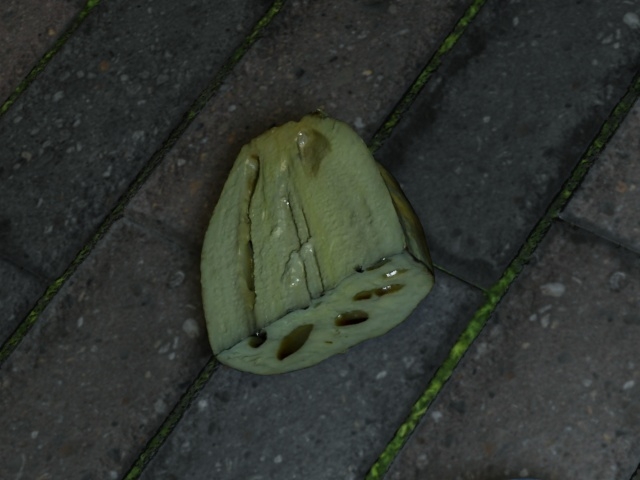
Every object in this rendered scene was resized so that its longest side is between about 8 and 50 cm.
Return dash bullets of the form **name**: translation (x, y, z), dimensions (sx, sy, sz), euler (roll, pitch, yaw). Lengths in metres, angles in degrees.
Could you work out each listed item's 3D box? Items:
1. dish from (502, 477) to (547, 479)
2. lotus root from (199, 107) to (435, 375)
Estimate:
- **dish**: translation (0.214, 0.384, 1.479), dimensions (0.273, 0.133, 0.273), euler (12, 47, -14)
- **lotus root**: translation (-0.013, -0.004, 1.758), dimensions (0.267, 0.149, 0.260), euler (-30, 51, 18)
